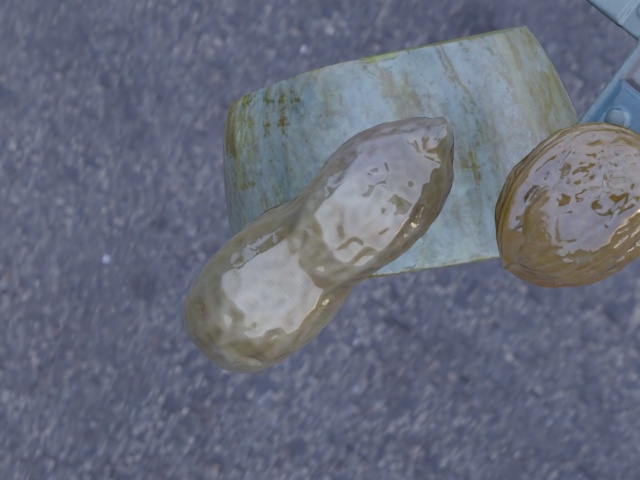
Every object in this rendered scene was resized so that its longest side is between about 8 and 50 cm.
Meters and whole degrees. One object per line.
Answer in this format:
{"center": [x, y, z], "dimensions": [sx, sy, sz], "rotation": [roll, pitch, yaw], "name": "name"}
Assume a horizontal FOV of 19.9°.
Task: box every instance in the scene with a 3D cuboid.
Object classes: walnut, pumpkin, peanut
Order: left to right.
{"center": [0.001, 0.001, 1.193], "dimensions": [0.085, 0.228, 0.104], "rotation": [46, 16, -9], "name": "peanut"}
{"center": [0.074, -0.067, 1.549], "dimensions": [0.332, 0.332, 0.199], "rotation": [-7, 86, -22], "name": "pumpkin"}
{"center": [0.165, -0.021, 1.164], "dimensions": [0.124, 0.105, 0.105], "rotation": [-37, 75, -1], "name": "walnut"}

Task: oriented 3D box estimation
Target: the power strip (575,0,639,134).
{"center": [0.255, -0.149, 1.293], "dimensions": [0.145, 0.216, 0.061], "rotation": [42, 18, 16], "name": "power strip"}
